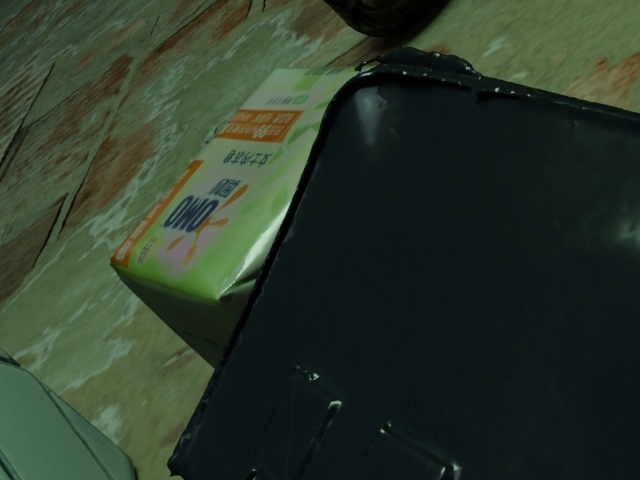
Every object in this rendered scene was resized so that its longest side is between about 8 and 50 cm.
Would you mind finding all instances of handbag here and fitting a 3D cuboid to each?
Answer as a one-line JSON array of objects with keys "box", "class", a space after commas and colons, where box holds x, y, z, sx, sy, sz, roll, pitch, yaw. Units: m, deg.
[{"box": [0.081, 0.082, 0.579, 0.326, 0.118, 0.269, 26, 89, 57], "class": "handbag"}]

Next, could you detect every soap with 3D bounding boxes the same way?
[{"box": [0.000, 0.000, 0.883, 0.182, 0.138, 0.199, -51, 24, -13], "class": "soap"}]

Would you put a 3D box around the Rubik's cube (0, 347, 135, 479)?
[{"box": [-0.244, 0.185, 0.891, 0.205, 0.207, 0.205, -44, 21, 5], "class": "Rubik's cube"}]

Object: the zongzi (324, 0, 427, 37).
[{"box": [0.134, -0.314, 1.255, 0.134, 0.288, 0.286, 98, 175, -72], "class": "zongzi"}]
